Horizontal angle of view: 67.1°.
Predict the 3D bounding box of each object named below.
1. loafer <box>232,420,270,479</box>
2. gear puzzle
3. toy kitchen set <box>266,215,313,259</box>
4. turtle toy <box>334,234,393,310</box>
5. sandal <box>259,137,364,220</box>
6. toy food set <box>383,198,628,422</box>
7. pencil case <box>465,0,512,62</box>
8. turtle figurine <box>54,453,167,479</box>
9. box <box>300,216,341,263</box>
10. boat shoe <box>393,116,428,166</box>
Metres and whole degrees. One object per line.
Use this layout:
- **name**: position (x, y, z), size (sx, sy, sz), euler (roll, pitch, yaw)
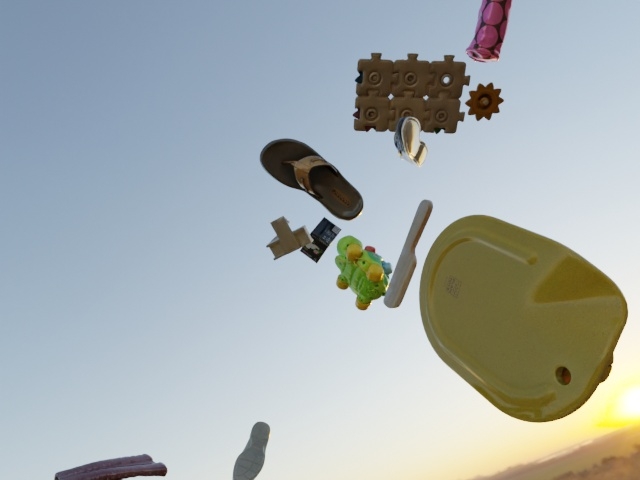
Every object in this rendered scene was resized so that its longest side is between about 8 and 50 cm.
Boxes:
- **loafer**: position (-0.115, 0.364, 0.809), size (0.045, 0.125, 0.039), euler (21, -60, 3)
- **gear puzzle**: position (0.244, -0.330, 1.093), size (0.340, 0.044, 0.175), euler (2, -65, 0)
- **toy kitchen set**: position (-0.061, -0.018, 0.926), size (0.083, 0.068, 0.075), euler (-26, 10, 18)
- **turtle toy**: position (0.067, 0.043, 0.780), size (0.066, 0.130, 0.095), euler (-22, -36, -34)
- **sandal**: position (-0.009, -0.112, 0.889), size (0.090, 0.219, 0.060), euler (-52, 9, -4)
- **toy food set**: position (0.147, 0.047, 0.386), size (0.071, 0.218, 0.128), euler (6, -73, -26)
- **pencil case**: position (0.414, -0.543, 1.180), size (0.095, 0.098, 0.209), euler (11, -86, -33)
- **turtle figurine**: position (-0.290, 0.350, 0.493), size (0.275, 0.197, 0.266), euler (-23, -26, -9)
- **box**: position (0.000, 0.000, 1.099), size (0.062, 0.052, 0.083), euler (-51, -3, -40)
- **boat shoe**: position (0.126, -0.146, 0.707), size (0.046, 0.038, 0.125), euler (-66, -26, 0)
